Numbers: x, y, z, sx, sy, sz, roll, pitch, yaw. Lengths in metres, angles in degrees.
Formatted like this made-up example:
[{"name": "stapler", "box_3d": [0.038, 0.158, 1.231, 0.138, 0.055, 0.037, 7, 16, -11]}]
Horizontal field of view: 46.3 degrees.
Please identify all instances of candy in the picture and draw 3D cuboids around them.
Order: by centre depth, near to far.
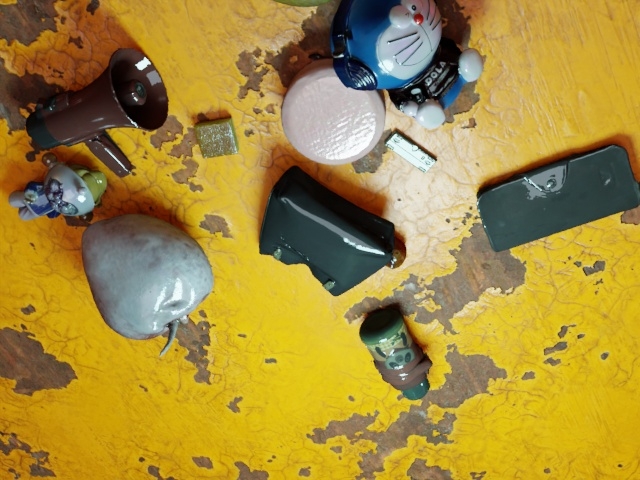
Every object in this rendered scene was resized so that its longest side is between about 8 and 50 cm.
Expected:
[{"name": "candy", "box_3d": [0.028, -0.302, 1.722, 0.255, 0.094, 0.255, 3, 123, 5]}]

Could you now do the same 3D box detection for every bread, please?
[{"name": "bread", "box_3d": [-0.251, -0.250, 1.818, 0.094, 0.035, 0.090, -7, 120, 11]}]

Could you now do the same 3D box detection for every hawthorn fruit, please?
[{"name": "hawthorn fruit", "box_3d": [0.181, 0.036, 1.917, 0.081, 0.093, 0.081, 3, 123, 4]}]

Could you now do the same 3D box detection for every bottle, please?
[{"name": "bottle", "box_3d": [0.223, 0.321, 2.065, 0.156, 0.143, 0.271, -8, 121, 41]}]

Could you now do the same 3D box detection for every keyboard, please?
[{"name": "keyboard", "box_3d": [0.218, -0.214, 1.806, 0.129, 0.015, 0.049, 33, 125, -14]}]

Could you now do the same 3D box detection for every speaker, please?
[{"name": "speaker", "box_3d": [-0.510, -0.295, 1.787, 0.330, 0.198, 0.259, -17, 159, 32]}]

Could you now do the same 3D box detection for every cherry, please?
[{"name": "cherry", "box_3d": [-0.436, 0.088, 1.903, 0.326, 0.291, 0.334, -6, 108, 30]}]

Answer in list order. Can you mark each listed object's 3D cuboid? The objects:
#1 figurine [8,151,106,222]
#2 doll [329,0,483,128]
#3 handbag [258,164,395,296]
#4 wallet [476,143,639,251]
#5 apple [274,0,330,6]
[{"name": "figurine", "box_3d": [-0.678, -0.124, 1.893, 0.274, 0.133, 0.193, 6, 122, 15]}, {"name": "doll", "box_3d": [0.162, -0.407, 1.568, 0.310, 0.240, 0.284, 39, 76, -33]}, {"name": "handbag", "box_3d": [0.000, 0.000, 1.889, 0.342, 0.152, 0.288, 32, 135, -4]}, {"name": "wallet", "box_3d": [0.575, -0.103, 1.816, 0.378, 0.051, 0.197, -19, 119, 15]}, {"name": "apple", "box_3d": [-0.043, -0.577, 1.467, 0.257, 0.256, 0.234, -34, 127, 24]}]
